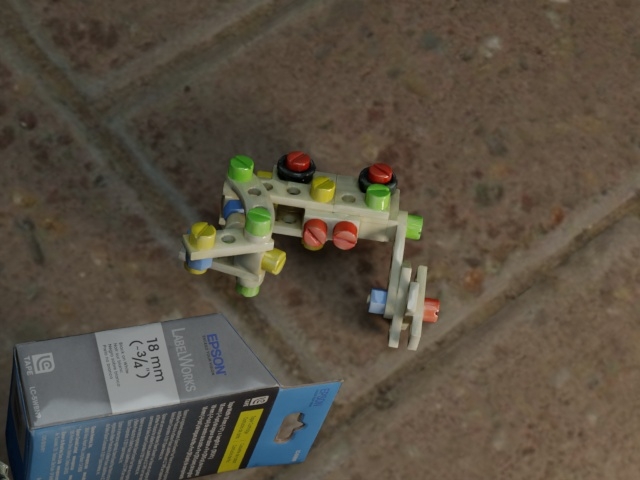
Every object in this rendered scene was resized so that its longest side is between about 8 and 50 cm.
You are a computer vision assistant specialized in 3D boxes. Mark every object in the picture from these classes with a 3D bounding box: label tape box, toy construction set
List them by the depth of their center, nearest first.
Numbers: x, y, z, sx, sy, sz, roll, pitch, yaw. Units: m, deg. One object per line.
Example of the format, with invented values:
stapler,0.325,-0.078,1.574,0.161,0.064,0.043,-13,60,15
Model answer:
label tape box,-0.168,0.181,1.903,0.334,0.240,0.106,-8,64,-17
toy construction set,0.000,0.000,2.080,0.328,0.151,0.215,20,36,-10

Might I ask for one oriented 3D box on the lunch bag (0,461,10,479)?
lunch bag,-0.385,0.374,1.759,0.169,0.235,0.287,26,62,8
